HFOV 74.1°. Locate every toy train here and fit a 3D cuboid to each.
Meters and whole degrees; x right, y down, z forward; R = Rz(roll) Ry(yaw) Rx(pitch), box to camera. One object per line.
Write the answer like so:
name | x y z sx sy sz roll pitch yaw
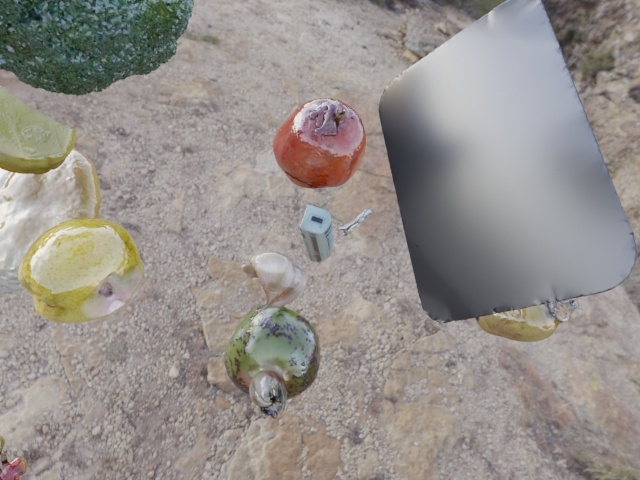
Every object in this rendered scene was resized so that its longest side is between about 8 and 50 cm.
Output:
toy train | 0.000 0.000 1.441 0.088 0.407 0.087 15 74 8

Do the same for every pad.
pad | 0.141 -0.070 0.382 0.004 0.181 0.267 9 66 -45

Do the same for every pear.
pear | -0.381 0.049 0.680 0.177 0.178 0.178 15 45 -16

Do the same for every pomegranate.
pomegranate | -0.130 0.344 1.159 0.284 0.285 0.341 20 22 -10

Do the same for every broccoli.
broccoli | -0.249 -0.277 0.415 0.253 0.269 0.269 2 46 2

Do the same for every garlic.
garlic | -0.098 0.082 0.901 0.124 0.174 0.099 -18 61 4

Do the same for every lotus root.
lotus root | 0.465 0.166 0.973 0.220 0.125 0.118 -2 19 32

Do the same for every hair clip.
hair clip | 0.149 -0.084 1.737 0.049 0.172 0.116 45 26 -9

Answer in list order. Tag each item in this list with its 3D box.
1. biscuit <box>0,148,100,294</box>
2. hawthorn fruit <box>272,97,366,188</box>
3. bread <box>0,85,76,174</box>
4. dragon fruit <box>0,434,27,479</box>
biscuit | -0.737 -0.064 1.016 0.429 0.104 0.447 -5 64 6
hawthorn fruit | 0.016 -0.297 1.232 0.275 0.307 0.276 7 69 -20
bread | -0.528 -0.185 0.749 0.156 0.086 0.125 39 59 -36
dragon fruit | -0.464 0.343 0.560 0.133 0.208 0.150 18 10 -42
